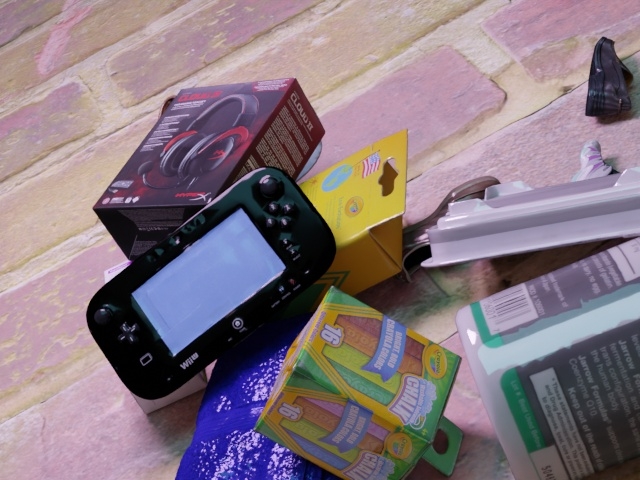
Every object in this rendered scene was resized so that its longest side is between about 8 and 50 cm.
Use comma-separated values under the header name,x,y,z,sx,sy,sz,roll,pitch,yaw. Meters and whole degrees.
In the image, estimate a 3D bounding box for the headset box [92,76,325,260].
name,x,y,z,sx,sy,sz,roll,pitch,yaw
headset box,-0.145,-0.109,1.781,0.218,0.110,0.293,0,44,36

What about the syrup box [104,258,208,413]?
name,x,y,z,sx,sy,sz,roll,pitch,yaw
syrup box,-0.226,0.115,1.729,0.096,0.093,0.237,-25,33,4

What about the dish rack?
name,x,y,z,sx,sy,sz,roll,pitch,yaw
dish rack,0.296,-0.042,1.482,0.332,0.072,0.285,-11,5,24

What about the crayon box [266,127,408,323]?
name,x,y,z,sx,sy,sz,roll,pitch,yaw
crayon box,0.000,0.000,1.683,0.318,0.081,0.202,-28,30,24

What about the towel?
name,x,y,z,sx,sy,sz,roll,pitch,yaw
towel,-0.056,0.203,1.507,0.227,0.076,0.308,-11,36,22

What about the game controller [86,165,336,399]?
name,x,y,z,sx,sy,sz,roll,pitch,yaw
game controller,-0.135,0.053,1.573,0.319,0.067,0.166,-38,63,3

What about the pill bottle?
name,x,y,z,sx,sy,sz,roll,pitch,yaw
pill bottle,0.334,0.098,1.263,0.361,0.204,0.204,-22,33,8

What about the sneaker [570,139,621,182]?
name,x,y,z,sx,sy,sz,roll,pitch,yaw
sneaker,0.370,-0.091,1.654,0.069,0.038,0.098,0,51,32

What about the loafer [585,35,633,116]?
name,x,y,z,sx,sy,sz,roll,pitch,yaw
loafer,0.411,-0.229,1.803,0.061,0.062,0.170,8,45,10

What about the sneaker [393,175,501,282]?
name,x,y,z,sx,sy,sz,roll,pitch,yaw
sneaker,0.169,-0.008,1.662,0.188,0.066,0.071,-35,42,2

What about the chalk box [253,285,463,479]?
name,x,y,z,sx,sy,sz,roll,pitch,yaw
chalk box,0.061,0.176,1.373,0.132,0.213,0.132,-59,4,45

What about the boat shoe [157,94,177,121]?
name,x,y,z,sx,sy,sz,roll,pitch,yaw
boat shoe,-0.214,-0.114,1.983,0.123,0.116,0.324,-40,31,20

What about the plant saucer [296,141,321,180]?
name,x,y,z,sx,sy,sz,roll,pitch,yaw
plant saucer,-0.094,-0.134,2.031,0.195,0.037,0.195,-18,35,13
